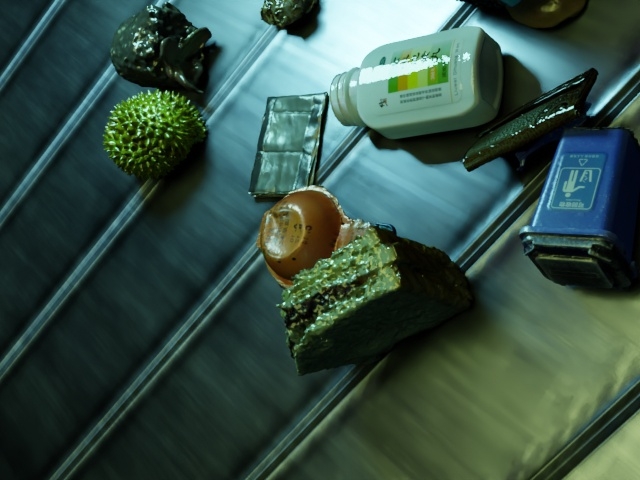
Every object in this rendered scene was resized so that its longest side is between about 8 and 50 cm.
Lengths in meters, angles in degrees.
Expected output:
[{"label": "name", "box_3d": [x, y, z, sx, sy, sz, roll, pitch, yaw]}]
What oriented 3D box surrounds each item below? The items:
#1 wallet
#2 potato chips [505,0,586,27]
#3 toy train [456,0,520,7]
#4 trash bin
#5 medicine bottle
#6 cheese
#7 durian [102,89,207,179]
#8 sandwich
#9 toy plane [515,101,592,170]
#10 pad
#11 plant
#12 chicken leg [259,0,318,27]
[{"label": "wallet", "box_3d": [0.352, -0.205, 1.596, 0.243, 0.039, 0.133, -25, 22, 47]}, {"label": "potato chips", "box_3d": [0.398, -0.474, 1.716, 0.150, 0.049, 0.202, -28, 55, 23]}, {"label": "toy train", "box_3d": [0.301, -0.558, 1.687, 0.265, 0.188, 0.300, -61, 28, 5]}, {"label": "trash bin", "box_3d": [0.432, -0.048, 1.500, 0.162, 0.184, 0.235, 4, 66, 35]}, {"label": "medicine bottle", "box_3d": [0.177, -0.291, 1.784, 0.324, 0.124, 0.179, -4, 75, 38]}, {"label": "cheese", "box_3d": [0.000, 0.000, 1.826, 0.329, 0.129, 0.217, 9, 83, 39]}, {"label": "durian", "box_3d": [-0.393, -0.244, 2.177, 0.236, 0.176, 0.200, -25, 90, 19]}, {"label": "sandwich", "box_3d": [0.068, 0.122, 1.652, 0.325, 0.262, 0.131, -33, 61, 26]}, {"label": "toy plane", "box_3d": [0.402, -0.182, 1.628, 0.167, 0.054, 0.062, -39, 82, 22]}, {"label": "pad", "box_3d": [-0.070, -0.204, 2.010, 0.174, 0.022, 0.233, 2, 77, 38]}, {"label": "plant", "box_3d": [-0.373, -0.451, 2.215, 0.234, 0.178, 0.204, 2, 77, 44]}, {"label": "chicken leg", "box_3d": [-0.091, -0.540, 2.099, 0.125, 0.080, 0.196, -50, 45, 2]}]
